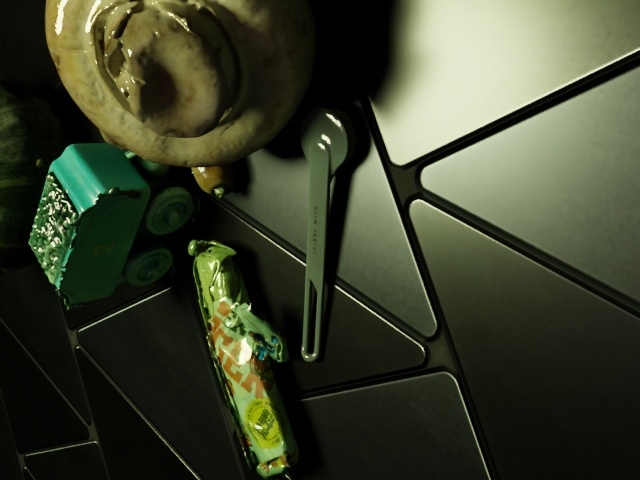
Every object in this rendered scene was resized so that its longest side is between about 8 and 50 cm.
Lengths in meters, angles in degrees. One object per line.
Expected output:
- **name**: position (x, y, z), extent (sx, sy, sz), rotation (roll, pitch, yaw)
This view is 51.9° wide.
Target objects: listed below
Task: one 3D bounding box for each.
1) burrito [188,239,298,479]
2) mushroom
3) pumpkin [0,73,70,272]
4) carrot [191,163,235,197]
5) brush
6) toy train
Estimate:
- **burrito**: position (-0.075, 0.126, 0.728), extent (0.104, 0.054, 0.288), rotation (-26, 80, 42)
- **mushroom**: position (-0.125, -0.170, 0.601), extent (0.255, 0.254, 0.184), rotation (-57, 31, 33)
- **pumpkin**: position (-0.491, -0.099, 0.970), extent (0.300, 0.207, 0.300), rotation (7, 105, 27)
- **carrot**: position (-0.145, -0.168, 0.745), extent (0.049, 0.049, 0.254), rotation (-23, 80, 43)
- **brush**: position (0.000, 0.000, 0.661), extent (0.062, 0.027, 0.266), rotation (21, 115, 39)
- **toy train**: position (-0.251, -0.021, 0.788), extent (0.112, 0.163, 0.203), rotation (46, 125, 28)
